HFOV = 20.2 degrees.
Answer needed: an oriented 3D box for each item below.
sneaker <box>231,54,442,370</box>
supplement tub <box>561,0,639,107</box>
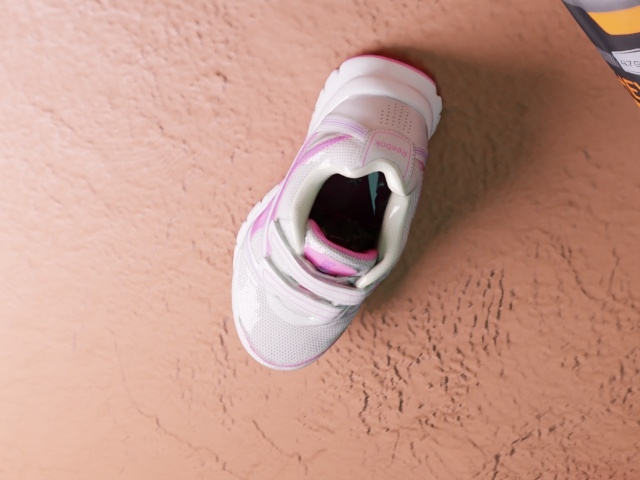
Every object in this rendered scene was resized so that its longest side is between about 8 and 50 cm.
[{"bbox_3d":[0.000,0.000,1.225,0.103,0.111,0.252,19,124,-5],"label":"sneaker"},{"bbox_3d":[0.266,-0.140,1.038,0.207,0.207,0.338,-30,115,24],"label":"supplement tub"}]
